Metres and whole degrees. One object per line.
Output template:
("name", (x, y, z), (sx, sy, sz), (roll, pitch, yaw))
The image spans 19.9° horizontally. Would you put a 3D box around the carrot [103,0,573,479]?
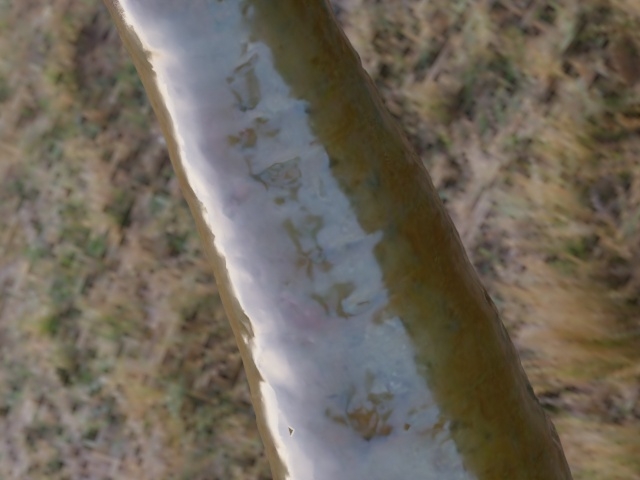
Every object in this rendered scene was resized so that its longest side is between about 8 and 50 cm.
("carrot", (0.000, 0.000, 0.408), (0.078, 0.298, 0.078), (-22, 13, 5))
